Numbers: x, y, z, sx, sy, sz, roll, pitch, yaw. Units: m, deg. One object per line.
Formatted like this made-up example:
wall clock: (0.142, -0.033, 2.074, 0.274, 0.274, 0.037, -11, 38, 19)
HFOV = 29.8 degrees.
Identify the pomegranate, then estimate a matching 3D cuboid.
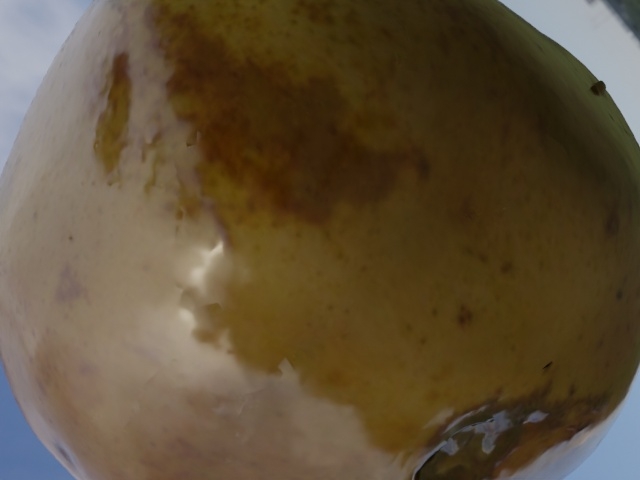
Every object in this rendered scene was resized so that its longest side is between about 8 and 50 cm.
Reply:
pomegranate: (0.000, 0.000, 0.739, 0.417, 0.417, 0.416, 42, -156, -23)
